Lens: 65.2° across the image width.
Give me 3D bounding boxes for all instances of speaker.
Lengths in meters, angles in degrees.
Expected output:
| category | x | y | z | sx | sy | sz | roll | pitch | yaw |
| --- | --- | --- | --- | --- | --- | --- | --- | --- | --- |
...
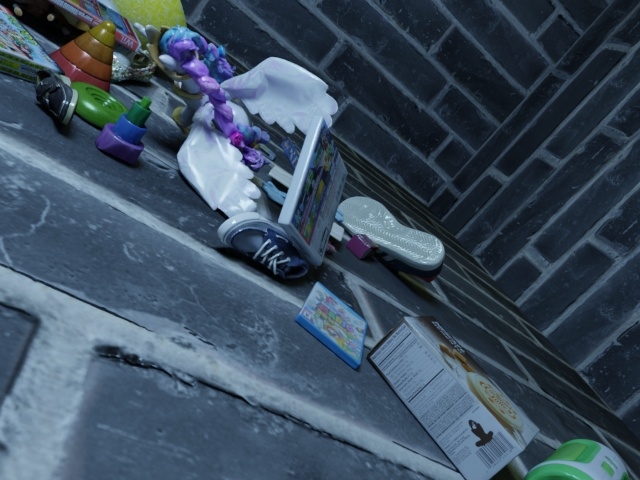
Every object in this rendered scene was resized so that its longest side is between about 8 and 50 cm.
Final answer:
| category | x | y | z | sx | sy | sz | roll | pitch | yaw |
| --- | --- | --- | --- | --- | --- | --- | --- | --- | --- |
| speaker | 0.403 | 0.390 | 0.782 | 0.297 | 0.131 | 0.131 | 18 | 26 | -54 |

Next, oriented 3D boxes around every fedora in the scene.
| category | x | y | z | sx | sy | sz | roll | pitch | yaw |
| --- | --- | --- | --- | --- | --- | --- | --- | --- | --- |
| fedora | -0.616 | -0.577 | 1.183 | 0.194 | 0.079 | 0.194 | 37 | 16 | -13 |

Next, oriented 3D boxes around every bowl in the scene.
| category | x | y | z | sx | sy | sz | roll | pitch | yaw |
| --- | --- | --- | --- | --- | --- | --- | --- | --- | --- |
| bowl | -0.492 | -0.581 | 1.278 | 0.289 | 0.289 | 0.156 | 44 | 59 | 15 |

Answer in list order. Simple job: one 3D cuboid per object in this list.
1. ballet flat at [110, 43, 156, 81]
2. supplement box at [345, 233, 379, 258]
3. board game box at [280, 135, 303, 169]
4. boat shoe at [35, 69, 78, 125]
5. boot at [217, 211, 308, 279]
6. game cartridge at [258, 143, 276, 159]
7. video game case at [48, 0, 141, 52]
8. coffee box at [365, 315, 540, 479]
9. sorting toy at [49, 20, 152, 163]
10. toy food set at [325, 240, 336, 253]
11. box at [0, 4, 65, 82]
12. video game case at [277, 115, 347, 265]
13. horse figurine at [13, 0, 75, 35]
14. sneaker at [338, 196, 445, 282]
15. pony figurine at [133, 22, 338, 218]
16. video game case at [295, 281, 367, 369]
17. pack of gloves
| category | x | y | z | sx | sy | sz | roll | pitch | yaw |
| --- | --- | --- | --- | --- | --- | --- | --- | --- | --- |
| ballet flat | -0.439 | -0.404 | 1.123 | 0.091 | 0.077 | 0.241 | 39 | 16 | -8 |
| supplement box | 0.109 | 0.015 | 1.296 | 0.055 | 0.043 | 0.083 | 46 | 16 | 18 |
| board game box | -0.036 | -0.254 | 1.706 | 0.165 | 0.042 | 0.243 | 30 | 18 | -32 |
| boat shoe | -0.400 | -0.217 | 0.750 | 0.049 | 0.056 | 0.152 | 19 | 16 | -41 |
| boot | -0.082 | 0.014 | 0.803 | 0.086 | 0.069 | 0.190 | 51 | 15 | 22 |
| game cartridge | -0.170 | -0.272 | 1.498 | 0.083 | 0.017 | 0.056 | 38 | 12 | -8 |
| video game case | -0.522 | -0.505 | 1.039 | 0.285 | 0.025 | 0.204 | 24 | 21 | -40 |
| coffee box | 0.209 | 0.242 | 0.796 | 0.246 | 0.098 | 0.141 | 49 | 18 | 28 |
| sorting toy | -0.362 | -0.279 | 0.865 | 0.127 | 0.126 | 0.365 | 22 | 23 | -49 |
| toy food set | 0.000 | 0.000 | 1.137 | 0.078 | 0.019 | 0.122 | 36 | 8 | -16 |
| box | -0.520 | -0.333 | 0.810 | 0.207 | 0.036 | 0.114 | 45 | 16 | 18 |
| video game case | -0.007 | -0.080 | 0.868 | 0.023 | 0.201 | 0.183 | 10 | -20 | 21 |
| horse figurine | -0.620 | -0.503 | 0.994 | 0.263 | 0.066 | 0.174 | 30 | 18 | -29 |
| sneaker | 0.188 | 0.006 | 1.405 | 0.350 | 0.131 | 0.148 | 37 | -19 | 32 |
| pony figurine | -0.183 | -0.236 | 0.972 | 0.351 | 0.302 | 0.363 | 41 | -6 | 0 |
| video game case | 0.023 | 0.133 | 0.824 | 0.119 | 0.015 | 0.166 | 39 | 15 | -1 |
| pack of gloves | -0.046 | -0.084 | 1.252 | 0.232 | 0.046 | 0.195 | 33 | 24 | -7 |
